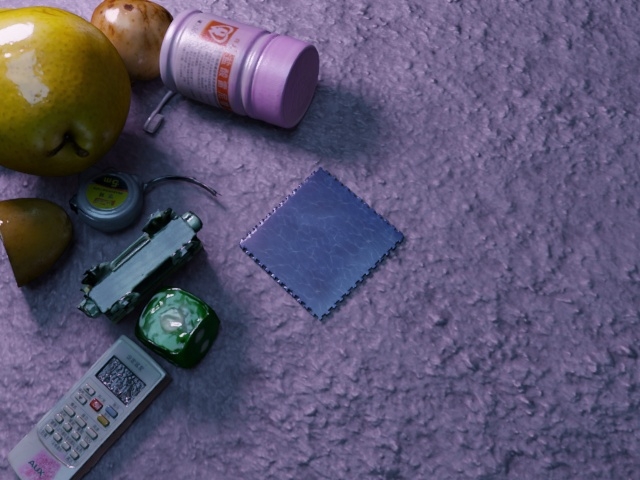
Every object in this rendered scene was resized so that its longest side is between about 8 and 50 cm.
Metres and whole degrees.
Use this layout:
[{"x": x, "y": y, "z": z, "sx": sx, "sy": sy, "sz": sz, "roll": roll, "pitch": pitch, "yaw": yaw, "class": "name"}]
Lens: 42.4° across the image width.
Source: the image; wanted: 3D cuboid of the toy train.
[{"x": -0.371, "y": 0.052, "z": 1.713, "sx": 0.301, "sy": 0.202, "sz": 0.120, "roll": -43, "pitch": 93, "yaw": -12, "class": "toy train"}]

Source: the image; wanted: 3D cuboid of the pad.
[{"x": 0.000, "y": 0.000, "z": 1.787, "sx": 0.269, "sy": 0.012, "sz": 0.269, "roll": 40, "pitch": 76, "yaw": 21, "class": "pad"}]

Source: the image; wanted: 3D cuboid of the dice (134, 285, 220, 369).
[{"x": -0.291, "y": 0.178, "z": 1.688, "sx": 0.128, "sy": 0.120, "sz": 0.131, "roll": 24, "pitch": 69, "yaw": 18, "class": "dice"}]

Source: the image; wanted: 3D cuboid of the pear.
[{"x": -0.597, "y": -0.323, "z": 1.767, "sx": 0.362, "sy": 0.362, "sz": 0.418, "roll": -37, "pitch": 57, "yaw": -9, "class": "pear"}]

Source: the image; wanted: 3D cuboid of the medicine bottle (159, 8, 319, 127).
[{"x": -0.184, "y": -0.393, "z": 1.881, "sx": 0.315, "sy": 0.202, "sz": 0.202, "roll": 20, "pitch": 70, "yaw": 16, "class": "medicine bottle"}]

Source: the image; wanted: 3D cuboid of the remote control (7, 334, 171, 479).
[{"x": -0.467, "y": 0.360, "z": 1.669, "sx": 0.145, "sy": 0.050, "sz": 0.344, "roll": 36, "pitch": 75, "yaw": 20, "class": "remote control"}]

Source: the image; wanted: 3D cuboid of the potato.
[{"x": -0.622, "y": -0.014, "z": 1.805, "sx": 0.158, "sy": 0.178, "sz": 0.203, "roll": -17, "pitch": 39, "yaw": -17, "class": "potato"}]

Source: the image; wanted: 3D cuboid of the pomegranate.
[{"x": -0.450, "y": -0.472, "z": 1.954, "sx": 0.215, "sy": 0.215, "sz": 0.215, "roll": -3, "pitch": 66, "yaw": 6, "class": "pomegranate"}]

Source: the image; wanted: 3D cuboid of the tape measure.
[{"x": -0.391, "y": -0.081, "z": 1.851, "sx": 0.330, "sy": 0.084, "sz": 0.164, "roll": 11, "pitch": 67, "yaw": 0, "class": "tape measure"}]

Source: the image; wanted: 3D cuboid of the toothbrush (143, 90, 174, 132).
[{"x": -0.339, "y": -0.384, "z": 1.996, "sx": 0.029, "sy": 0.025, "sz": 0.307, "roll": 26, "pitch": 72, "yaw": 9, "class": "toothbrush"}]
